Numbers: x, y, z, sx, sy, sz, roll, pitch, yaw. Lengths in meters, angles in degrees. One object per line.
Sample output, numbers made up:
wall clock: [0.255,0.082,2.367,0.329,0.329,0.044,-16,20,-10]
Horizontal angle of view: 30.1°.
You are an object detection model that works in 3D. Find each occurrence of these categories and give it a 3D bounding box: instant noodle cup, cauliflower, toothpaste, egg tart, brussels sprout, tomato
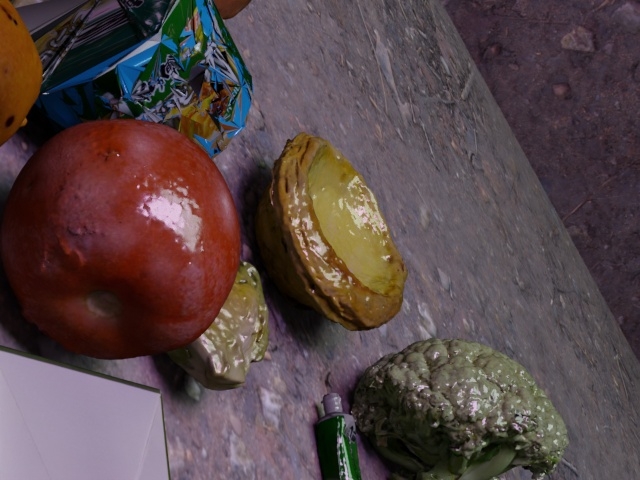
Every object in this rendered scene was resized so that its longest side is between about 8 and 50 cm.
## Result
instant noodle cup: [-0.183,-0.171,1.173,0.178,0.240,0.240,55,24,-43]
cauliflower: [0.177,0.258,1.601,0.272,0.275,0.250,11,99,-64]
toothpaste: [0.033,0.304,1.436,0.078,0.046,0.248,31,43,-53]
egg tart: [0.000,0.000,1.559,0.294,0.123,0.294,48,26,-33]
brussels sprout: [-0.122,0.078,1.230,0.139,0.100,0.181,32,40,-40]
tomato: [-0.171,-0.005,1.037,0.208,0.208,0.184,52,29,-33]

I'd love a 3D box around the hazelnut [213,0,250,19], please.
hazelnut: [-0.139,-0.386,1.552,0.182,0.182,0.182,50,27,-37]

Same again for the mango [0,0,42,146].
mango: [-0.332,-0.157,0.887,0.287,0.152,0.201,37,47,-48]

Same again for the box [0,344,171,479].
box: [-0.213,0.188,0.824,0.195,0.148,0.178,30,46,-58]
